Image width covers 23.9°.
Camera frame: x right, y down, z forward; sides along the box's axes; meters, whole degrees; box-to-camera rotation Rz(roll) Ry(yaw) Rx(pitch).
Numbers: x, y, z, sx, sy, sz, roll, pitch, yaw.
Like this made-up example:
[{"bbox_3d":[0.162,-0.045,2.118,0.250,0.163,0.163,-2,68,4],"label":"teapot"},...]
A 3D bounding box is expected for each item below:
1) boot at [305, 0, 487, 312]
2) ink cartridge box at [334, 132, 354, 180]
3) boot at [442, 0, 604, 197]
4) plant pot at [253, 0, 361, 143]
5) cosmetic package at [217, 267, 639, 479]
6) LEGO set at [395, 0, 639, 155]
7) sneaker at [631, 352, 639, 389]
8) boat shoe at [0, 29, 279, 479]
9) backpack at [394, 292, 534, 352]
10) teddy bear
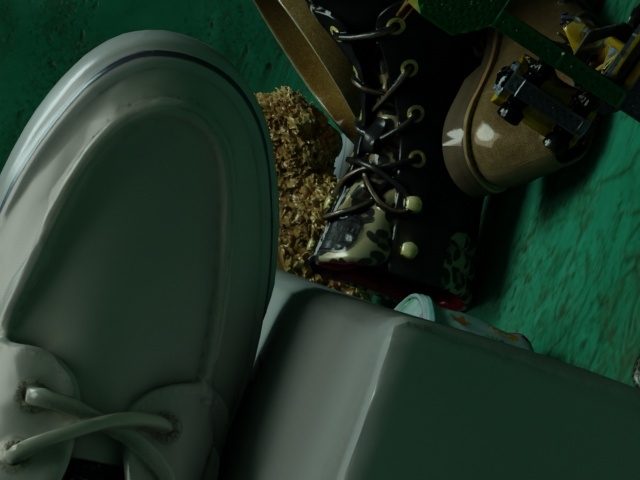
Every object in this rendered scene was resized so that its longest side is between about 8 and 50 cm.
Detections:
[{"bbox_3d":[0.054,-0.112,1.289,0.138,0.377,0.284,5,76,33],"label":"boot"},{"bbox_3d":[0.073,-0.163,1.798,0.308,0.091,0.385,126,159,-54],"label":"ink cartridge box"},{"bbox_3d":[0.202,-0.171,1.275,0.115,0.112,0.305,-11,49,41],"label":"boot"},{"bbox_3d":[0.081,-0.259,1.528,0.254,0.237,0.237,-35,12,-2],"label":"plant pot"},{"bbox_3d":[0.068,0.214,0.592,0.393,0.329,0.327,-168,99,-78],"label":"cosmetic package"},{"bbox_3d":[0.193,-0.230,0.974,0.331,0.255,0.192,-64,13,13],"label":"LEGO set"},{"bbox_3d":[0.222,0.066,0.745,0.227,0.087,0.130,-87,18,-64],"label":"sneaker"},{"bbox_3d":[-0.076,0.070,0.456,0.088,0.096,0.268,-133,65,-72],"label":"boat shoe"},{"bbox_3d":[0.056,0.166,1.109,0.254,0.191,0.225,-62,5,15],"label":"backpack"},{"bbox_3d":[0.000,0.000,1.602,0.245,0.113,0.338,102,149,-66],"label":"teddy bear"}]
